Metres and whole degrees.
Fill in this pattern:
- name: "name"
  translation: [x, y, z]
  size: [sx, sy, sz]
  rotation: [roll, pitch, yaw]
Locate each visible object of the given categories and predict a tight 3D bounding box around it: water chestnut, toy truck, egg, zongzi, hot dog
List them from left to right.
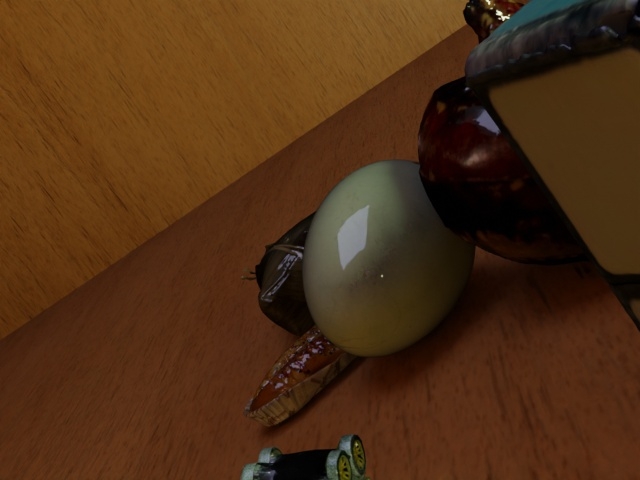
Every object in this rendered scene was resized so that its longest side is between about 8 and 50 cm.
- name: "toy truck"
  translation: [-0.015, 0.222, 0.808]
  size: [0.085, 0.116, 0.191]
  rotation: [-14, 5, 19]
- name: "hot dog"
  translation: [-0.014, 0.143, 1.265]
  size: [0.192, 0.053, 0.099]
  rotation: [-38, 8, -25]
- name: "zongzi"
  translation: [0.000, 0.000, 1.540]
  size: [0.241, 0.111, 0.248]
  rotation: [-54, 11, 2]
- name: "egg"
  translation: [0.071, 0.019, 1.194]
  size: [0.182, 0.183, 0.264]
  rotation: [-27, 20, 35]
- name: "water chestnut"
  translation: [0.222, -0.122, 1.076]
  size: [0.300, 0.300, 0.300]
  rotation: [-34, 12, 8]

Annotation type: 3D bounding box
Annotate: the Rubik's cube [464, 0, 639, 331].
- name: "Rubik's cube"
  translation: [0.320, -0.071, 0.530]
  size: [0.318, 0.313, 0.316]
  rotation: [-40, 12, -17]
